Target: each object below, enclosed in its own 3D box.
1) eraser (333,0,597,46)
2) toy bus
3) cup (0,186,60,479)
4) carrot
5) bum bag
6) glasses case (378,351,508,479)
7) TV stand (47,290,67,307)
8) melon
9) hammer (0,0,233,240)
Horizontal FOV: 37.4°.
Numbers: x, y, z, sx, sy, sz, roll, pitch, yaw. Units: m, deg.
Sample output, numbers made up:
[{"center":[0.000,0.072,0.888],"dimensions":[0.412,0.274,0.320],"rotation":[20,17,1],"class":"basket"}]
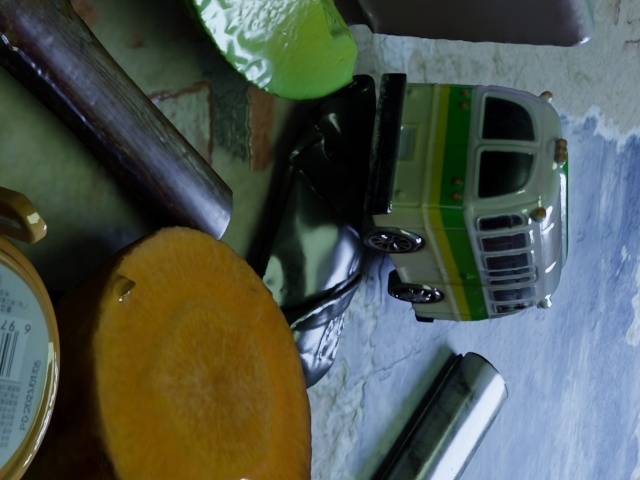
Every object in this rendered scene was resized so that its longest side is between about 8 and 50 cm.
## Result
[{"center":[0.054,-0.315,0.699],"dimensions":[0.122,0.272,0.359],"rotation":[-57,139,-20],"class":"eraser"},{"center":[0.150,-0.026,0.924],"dimensions":[0.305,0.179,0.143],"rotation":[61,34,-63],"class":"toy bus"},{"center":[-0.246,0.035,0.442],"dimensions":[0.226,0.263,0.182],"rotation":[-55,139,-43],"class":"cup"},{"center":[-0.094,0.121,0.693],"dimensions":[0.258,0.100,0.307],"rotation":[61,29,-15],"class":"carrot"},{"center":[0.000,0.000,0.896],"dimensions":[0.142,0.079,0.326],"rotation":[11,93,-57],"class":"bum bag"},{"center":[0.132,0.285,1.164],"dimensions":[0.299,0.060,0.114],"rotation":[-52,134,-24],"class":"glasses case"},{"center":[-0.169,0.068,0.742],"dimensions":[0.249,0.036,0.042],"rotation":[8,130,-51],"class":"TV stand"},{"center":[-0.056,-0.212,0.687],"dimensions":[0.323,0.124,0.196],"rotation":[68,8,-53],"class":"melon"},{"center":[-0.162,-0.113,0.654],"dimensions":[0.243,0.095,0.409],"rotation":[-64,144,-19],"class":"hammer"}]
